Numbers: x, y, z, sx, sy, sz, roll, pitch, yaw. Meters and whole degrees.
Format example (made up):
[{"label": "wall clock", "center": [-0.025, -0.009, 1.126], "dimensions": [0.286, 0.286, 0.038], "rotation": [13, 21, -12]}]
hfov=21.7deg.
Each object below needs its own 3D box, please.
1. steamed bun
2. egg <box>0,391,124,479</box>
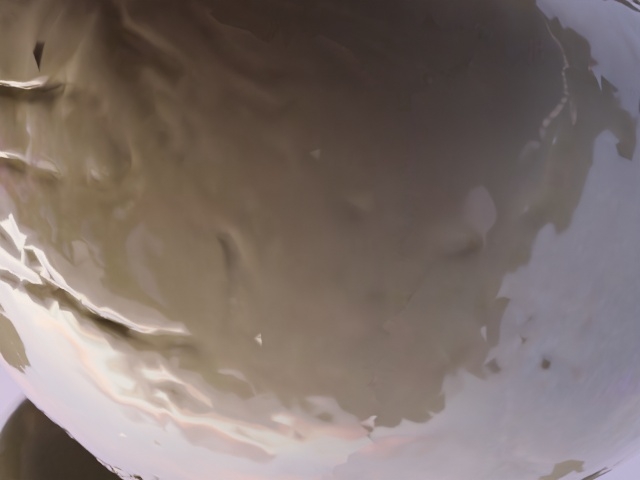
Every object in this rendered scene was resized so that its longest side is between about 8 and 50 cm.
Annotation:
[{"label": "steamed bun", "center": [0.000, 0.000, 0.649], "dimensions": [0.312, 0.334, 0.233], "rotation": [-155, -106, -64]}, {"label": "egg", "center": [-0.145, 0.199, 1.280], "dimensions": [0.269, 0.219, 0.219], "rotation": [24, -98, 37]}]
